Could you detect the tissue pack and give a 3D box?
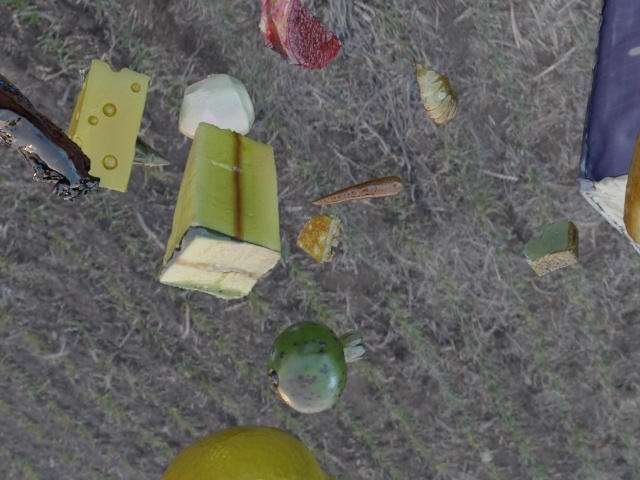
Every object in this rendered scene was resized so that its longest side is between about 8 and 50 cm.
[{"bbox_3d":[0.390,-0.154,0.691,0.242,0.343,0.125,31,154,-33],"label":"tissue pack"}]

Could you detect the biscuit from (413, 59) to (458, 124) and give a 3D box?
[{"bbox_3d":[0.250,-0.302,1.353,0.061,0.118,0.183,-12,168,24],"label":"biscuit"}]

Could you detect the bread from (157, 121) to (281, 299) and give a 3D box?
[{"bbox_3d":[-0.174,-0.050,1.144,0.168,0.263,0.163,17,137,-26],"label":"bread"}]

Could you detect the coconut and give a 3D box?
[{"bbox_3d":[-0.258,-0.310,1.565,0.183,0.171,0.170,-22,131,-14],"label":"coconut"}]

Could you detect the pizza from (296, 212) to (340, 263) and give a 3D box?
[{"bbox_3d":[0.000,-0.001,1.751,0.046,0.134,0.175,-1,168,-37],"label":"pizza"}]

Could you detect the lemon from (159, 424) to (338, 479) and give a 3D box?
[{"bbox_3d":[-0.092,0.308,0.742,0.244,0.186,0.186,-8,132,-20],"label":"lemon"}]

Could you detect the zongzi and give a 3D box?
[{"bbox_3d":[-0.390,-0.236,1.287,0.178,0.081,0.188,-5,92,-25],"label":"zongzi"}]

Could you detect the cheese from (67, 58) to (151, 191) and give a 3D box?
[{"bbox_3d":[-0.326,-0.185,0.999,0.093,0.126,0.171,13,114,-28],"label":"cheese"}]

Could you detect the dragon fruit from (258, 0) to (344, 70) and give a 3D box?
[{"bbox_3d":[-0.075,-0.503,1.596,0.274,0.161,0.126,17,104,-59],"label":"dragon fruit"}]

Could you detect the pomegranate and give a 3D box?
[{"bbox_3d":[-0.006,0.270,1.446,0.248,0.202,0.202,-13,136,-29],"label":"pomegranate"}]

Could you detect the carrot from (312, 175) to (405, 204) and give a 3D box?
[{"bbox_3d":[0.085,-0.110,1.489,0.217,0.048,0.048,-11,129,11],"label":"carrot"}]

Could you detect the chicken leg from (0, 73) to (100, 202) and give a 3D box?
[{"bbox_3d":[-0.330,-0.120,0.726,0.063,0.105,0.234,-45,132,-5],"label":"chicken leg"}]

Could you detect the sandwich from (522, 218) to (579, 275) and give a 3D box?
[{"bbox_3d":[0.394,0.009,1.107,0.093,0.104,0.035,-23,116,40],"label":"sandwich"}]

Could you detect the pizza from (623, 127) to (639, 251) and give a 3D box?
[{"bbox_3d":[0.225,-0.015,0.323,0.069,0.193,0.154,-11,137,-3],"label":"pizza"}]
